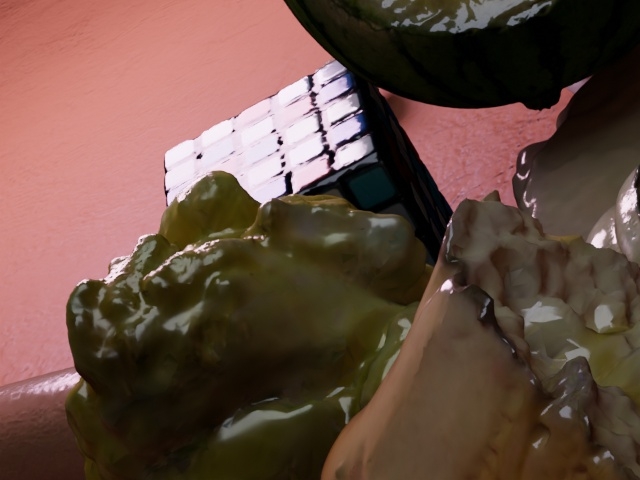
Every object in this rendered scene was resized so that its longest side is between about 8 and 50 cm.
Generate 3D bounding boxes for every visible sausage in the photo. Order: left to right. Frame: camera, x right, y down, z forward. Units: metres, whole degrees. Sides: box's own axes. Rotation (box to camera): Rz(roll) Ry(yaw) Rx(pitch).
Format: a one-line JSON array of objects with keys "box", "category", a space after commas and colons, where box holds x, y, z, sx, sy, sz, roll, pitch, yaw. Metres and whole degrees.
[{"box": [-0.187, 0.157, 1.264, 0.253, 0.123, 0.123, -14, 35, 28], "category": "sausage"}]

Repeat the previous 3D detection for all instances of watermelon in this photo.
[{"box": [0.124, -0.194, 1.216, 0.331, 0.189, 0.331, -4, 19, 1], "category": "watermelon"}]

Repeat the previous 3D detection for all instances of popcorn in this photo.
[{"box": [-0.029, 0.087, 1.046, 0.293, 0.293, 0.237, -18, 6, 24], "category": "popcorn"}]

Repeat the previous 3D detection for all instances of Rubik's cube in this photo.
[{"box": [0.000, 0.000, 1.257, 0.184, 0.187, 0.182, -25, 30, 10], "category": "Rubik's cube"}]

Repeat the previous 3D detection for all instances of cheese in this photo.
[{"box": [0.284, -0.045, 1.129, 0.318, 0.115, 0.326, -47, 34, -22], "category": "cheese"}]

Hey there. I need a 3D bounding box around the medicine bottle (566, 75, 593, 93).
[{"box": [0.288, -0.234, 1.381, 0.250, 0.131, 0.131, -36, 30, -6], "category": "medicine bottle"}]

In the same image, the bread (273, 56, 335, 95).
[{"box": [0.008, -0.129, 1.566, 0.113, 0.060, 0.082, -33, 29, 4], "category": "bread"}]

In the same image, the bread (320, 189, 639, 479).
[{"box": [0.149, 0.158, 0.762, 0.211, 0.270, 0.315, -6, 41, -38], "category": "bread"}]

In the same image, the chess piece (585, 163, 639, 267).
[{"box": [0.175, 0.077, 0.986, 0.243, 0.133, 0.133, -56, 13, 38], "category": "chess piece"}]
